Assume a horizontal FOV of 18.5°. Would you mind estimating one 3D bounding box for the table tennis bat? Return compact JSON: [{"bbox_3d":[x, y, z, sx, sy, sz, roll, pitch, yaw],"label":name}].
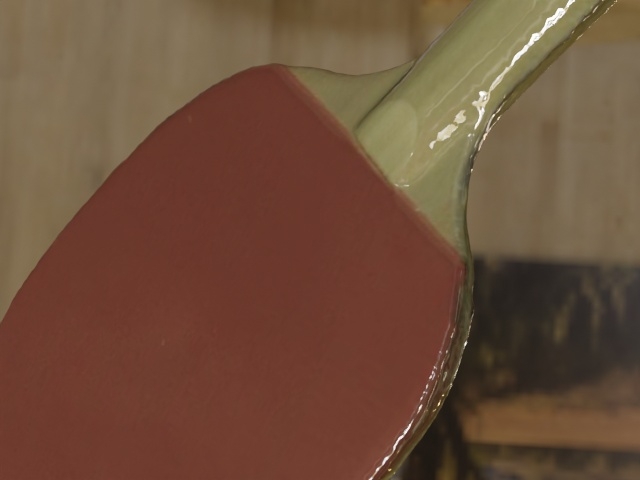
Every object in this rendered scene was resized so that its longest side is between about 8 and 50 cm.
[{"bbox_3d":[0.000,0.000,0.483,0.022,0.246,0.138,32,-163,-46],"label":"table tennis bat"}]
